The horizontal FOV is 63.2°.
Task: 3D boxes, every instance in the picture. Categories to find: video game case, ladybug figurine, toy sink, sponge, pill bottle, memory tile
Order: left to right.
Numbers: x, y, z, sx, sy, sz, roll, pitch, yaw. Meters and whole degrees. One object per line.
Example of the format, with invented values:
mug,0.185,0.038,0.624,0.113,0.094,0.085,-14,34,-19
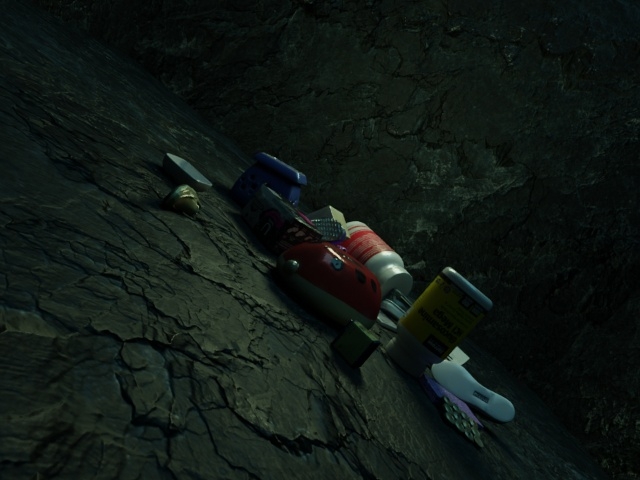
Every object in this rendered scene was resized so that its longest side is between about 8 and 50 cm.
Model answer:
toy sink,-0.018,-0.029,2.177,0.153,0.234,0.131,26,45,-65
ladybug figurine,0.046,0.122,1.555,0.305,0.162,0.449,45,9,34
pill bottle,0.223,0.104,2.317,0.229,0.229,0.408,34,10,-42
video game case,0.230,0.295,2.028,0.157,0.019,0.143,30,11,-50
pill bottle,0.364,0.263,1.639,0.188,0.334,0.188,39,7,-6
sponge,0.397,0.497,1.589,0.210,0.031,0.117,37,8,-20
memory tile,0.401,0.512,1.470,0.148,0.012,0.113,42,21,-9

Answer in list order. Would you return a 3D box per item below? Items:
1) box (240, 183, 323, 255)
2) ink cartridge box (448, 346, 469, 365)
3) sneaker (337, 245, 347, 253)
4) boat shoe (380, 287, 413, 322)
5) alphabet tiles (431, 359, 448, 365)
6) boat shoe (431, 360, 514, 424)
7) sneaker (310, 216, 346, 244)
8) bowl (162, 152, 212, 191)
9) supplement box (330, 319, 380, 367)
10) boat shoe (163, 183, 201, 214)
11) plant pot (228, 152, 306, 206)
box,-0.139,-0.055,1.784,0.163,0.142,0.247,31,10,-46
ink cartridge box,0.627,0.549,2.496,0.145,0.045,0.179,44,26,23
sneaker,0.063,0.062,2.249,0.095,0.104,0.236,33,9,-38
boat shoe,0.399,0.323,2.156,0.335,0.119,0.121,40,-12,-20
alphabet tiles,0.505,0.513,2.085,0.284,0.021,0.278,36,8,-26
boat shoe,0.506,0.522,1.771,0.301,0.108,0.102,29,-28,14
sneaker,0.000,-0.001,1.939,0.293,0.102,0.146,0,-39,44
bowl,-0.415,-0.199,1.596,0.142,0.053,0.142,41,8,10
supplement box,0.087,0.253,1.278,0.083,0.083,0.056,42,6,23
boat shoe,-0.341,-0.099,1.334,0.072,0.068,0.190,51,6,-3
plant pot,-0.189,-0.211,2.049,0.236,0.212,0.236,30,6,6
